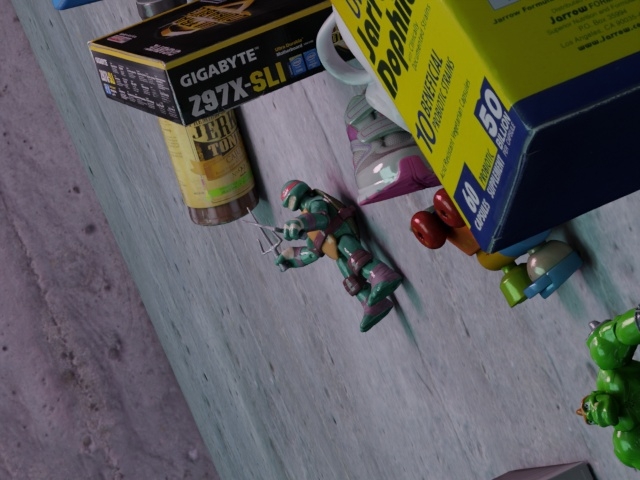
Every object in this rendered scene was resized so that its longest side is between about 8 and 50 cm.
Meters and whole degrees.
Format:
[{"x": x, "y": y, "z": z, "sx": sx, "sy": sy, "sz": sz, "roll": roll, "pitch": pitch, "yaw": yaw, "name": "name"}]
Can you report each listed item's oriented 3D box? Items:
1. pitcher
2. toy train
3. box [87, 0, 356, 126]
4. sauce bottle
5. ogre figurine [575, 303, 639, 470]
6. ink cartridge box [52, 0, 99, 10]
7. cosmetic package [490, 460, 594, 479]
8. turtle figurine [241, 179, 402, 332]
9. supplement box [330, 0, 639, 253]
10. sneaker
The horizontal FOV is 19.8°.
[{"x": 0.058, "y": -0.212, "z": 1.756, "sx": 0.178, "sy": 0.125, "sz": 0.207, "roll": 21, "pitch": 145, "yaw": 28, "name": "pitcher"}, {"x": 0.168, "y": 0.006, "z": 1.812, "sx": 0.143, "sy": 0.105, "sz": 0.248, "roll": 52, "pitch": 162, "yaw": 4, "name": "toy train"}, {"x": -0.093, "y": -0.221, "z": 2.026, "sx": 0.322, "sy": 0.257, "sz": 0.079, "roll": 26, "pitch": 136, "yaw": 67, "name": "box"}, {"x": -0.182, "y": -0.190, "z": 2.607, "sx": 0.111, "sy": 0.111, "sz": 0.344, "roll": 35, "pitch": 146, "yaw": 61, "name": "sauce bottle"}, {"x": 0.293, "y": 0.140, "z": 1.599, "sx": 0.118, "sy": 0.097, "sz": 0.197, "roll": 1, "pitch": 130, "yaw": 53, "name": "ogre figurine"}, {"x": -0.286, "y": -0.492, "z": 2.389, "sx": 0.395, "sy": 0.166, "sz": 0.285, "roll": 162, "pitch": 92, "yaw": -74, "name": "ink cartridge box"}, {"x": 0.216, "y": 0.313, "z": 2.002, "sx": 0.107, "sy": 0.127, "sz": 0.238, "roll": 65, "pitch": 165, "yaw": 6, "name": "cosmetic package"}, {"x": 0.000, "y": 0.000, "z": 2.284, "sx": 0.234, "sy": 0.118, "sz": 0.175, "roll": 45, "pitch": 172, "yaw": 17, "name": "turtle figurine"}, {"x": 0.138, "y": -0.206, "z": 1.423, "sx": 0.356, "sy": 0.195, "sz": 0.194, "roll": 60, "pitch": 163, "yaw": 23, "name": "supplement box"}, {"x": 0.070, "y": -0.107, "z": 1.884, "sx": 0.252, "sy": 0.103, "sz": 0.111, "roll": -122, "pitch": 18, "yaw": -78, "name": "sneaker"}]
